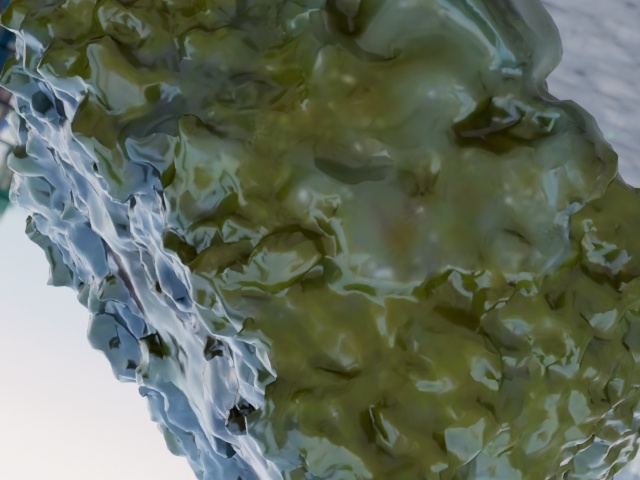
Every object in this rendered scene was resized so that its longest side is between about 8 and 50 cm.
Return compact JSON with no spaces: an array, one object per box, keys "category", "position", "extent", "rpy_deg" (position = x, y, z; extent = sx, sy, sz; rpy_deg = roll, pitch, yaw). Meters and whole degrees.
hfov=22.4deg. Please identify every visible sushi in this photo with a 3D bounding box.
[{"category":"sushi","position":[0.000,0.000,0.864],"extent":[0.396,0.240,0.351],"rpy_deg":[54,162,17]}]
